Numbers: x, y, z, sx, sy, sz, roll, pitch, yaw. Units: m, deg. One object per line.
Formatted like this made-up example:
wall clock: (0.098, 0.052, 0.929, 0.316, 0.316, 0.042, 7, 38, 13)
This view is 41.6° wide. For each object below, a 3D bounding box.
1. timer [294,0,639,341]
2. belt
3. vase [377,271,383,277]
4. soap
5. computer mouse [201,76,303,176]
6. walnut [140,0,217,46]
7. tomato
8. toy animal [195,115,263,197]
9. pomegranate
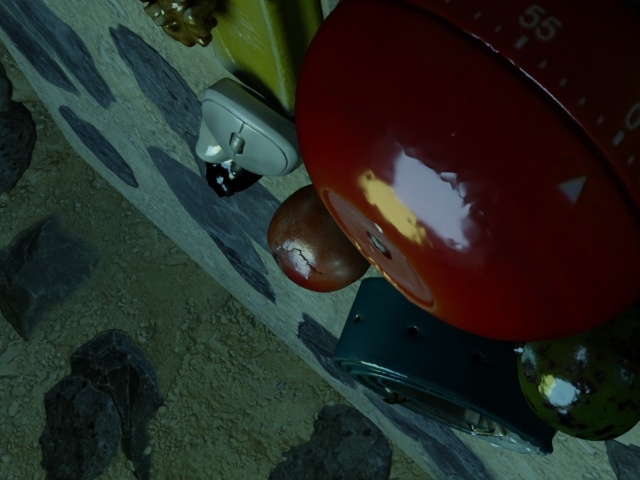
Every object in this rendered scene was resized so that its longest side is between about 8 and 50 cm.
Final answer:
timer: (0.149, -0.083, 0.777, 0.378, 0.279, 0.378, 44, 172, 7)
belt: (0.221, 0.213, 1.360, 0.436, 0.173, 0.300, 28, 166, -33)
vase: (0.159, 0.016, 1.311, 0.143, 0.143, 0.299, 44, 168, 10)
soap: (-0.092, -0.329, 1.181, 0.199, 0.091, 0.315, 41, 163, 23)
computer mouse: (-0.109, -0.175, 1.383, 0.184, 0.121, 0.297, 37, -171, -3)
walnut: (-0.198, -0.333, 1.158, 0.143, 0.069, 0.170, 53, 165, -26)
tomato: (0.000, 0.000, 1.575, 0.208, 0.184, 0.208, 42, 162, 17)
toy animal: (-0.161, -0.189, 1.622, 0.138, 0.166, 0.179, 0, 127, 30)
pomegranate: (0.369, 0.169, 1.081, 0.247, 0.202, 0.202, 14, 161, 1)
